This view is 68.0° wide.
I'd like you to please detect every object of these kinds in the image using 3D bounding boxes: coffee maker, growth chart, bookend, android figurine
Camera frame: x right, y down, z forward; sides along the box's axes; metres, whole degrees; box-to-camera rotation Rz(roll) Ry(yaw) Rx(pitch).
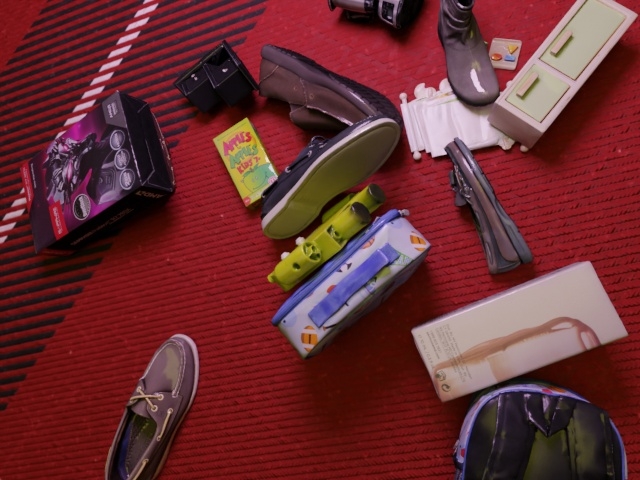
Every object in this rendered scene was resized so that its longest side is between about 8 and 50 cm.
[{"bbox_3d":[0.128,-0.538,0.987,0.178,0.120,0.171,26,88,17],"label":"coffee maker"},{"bbox_3d":[0.281,-0.246,0.947,0.238,0.021,0.171,-4,79,15],"label":"growth chart"},{"bbox_3d":[-0.232,-0.341,1.043,0.157,0.072,0.156,-36,44,7],"label":"bookend"},{"bbox_3d":[0.000,0.000,0.879,0.056,0.248,0.273,48,129,-6],"label":"android figurine"}]

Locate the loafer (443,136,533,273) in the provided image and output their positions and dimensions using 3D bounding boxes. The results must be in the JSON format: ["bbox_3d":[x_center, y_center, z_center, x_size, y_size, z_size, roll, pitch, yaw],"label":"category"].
[{"bbox_3d":[0.289,-0.064,0.880,0.084,0.096,0.267,-32,77,20],"label":"loafer"}]

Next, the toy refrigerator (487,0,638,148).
[{"bbox_3d":[0.436,-0.312,0.866,0.102,0.094,0.269,39,89,12],"label":"toy refrigerator"}]

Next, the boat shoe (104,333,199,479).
[{"bbox_3d":[-0.348,0.353,0.978,0.117,0.097,0.324,19,86,17],"label":"boat shoe"}]

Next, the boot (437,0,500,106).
[{"bbox_3d":[0.268,-0.385,0.888,0.084,0.161,0.246,-18,70,10],"label":"boot"}]

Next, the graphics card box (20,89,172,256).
[{"bbox_3d":[-0.515,-0.137,1.068,0.371,0.094,0.232,-24,75,23],"label":"graphics card box"}]

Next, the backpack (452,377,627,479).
[{"bbox_3d":[0.334,0.351,0.736,0.277,0.213,0.263,8,92,10],"label":"backpack"}]

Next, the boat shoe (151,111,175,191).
[{"bbox_3d":[-0.386,-0.206,1.098,0.073,0.073,0.206,-18,80,36],"label":"boat shoe"}]

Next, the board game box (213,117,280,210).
[{"bbox_3d":[-0.155,-0.167,1.041,0.092,0.043,0.181,-31,74,9],"label":"board game box"}]

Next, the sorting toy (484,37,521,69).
[{"bbox_3d":[0.355,-0.377,0.953,0.084,0.012,0.061,14,85,17],"label":"sorting toy"}]

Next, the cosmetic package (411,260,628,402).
[{"bbox_3d":[0.318,0.153,0.804,0.296,0.153,0.129,-25,77,11],"label":"cosmetic package"}]

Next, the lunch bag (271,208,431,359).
[{"bbox_3d":[0.062,0.072,0.836,0.303,0.243,0.115,-44,78,4],"label":"lunch bag"}]

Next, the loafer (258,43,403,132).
[{"bbox_3d":[0.011,-0.283,0.988,0.366,0.134,0.130,38,119,27],"label":"loafer"}]

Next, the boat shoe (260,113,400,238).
[{"bbox_3d":[0.000,-0.138,0.906,0.340,0.127,0.113,-43,52,34],"label":"boat shoe"}]
